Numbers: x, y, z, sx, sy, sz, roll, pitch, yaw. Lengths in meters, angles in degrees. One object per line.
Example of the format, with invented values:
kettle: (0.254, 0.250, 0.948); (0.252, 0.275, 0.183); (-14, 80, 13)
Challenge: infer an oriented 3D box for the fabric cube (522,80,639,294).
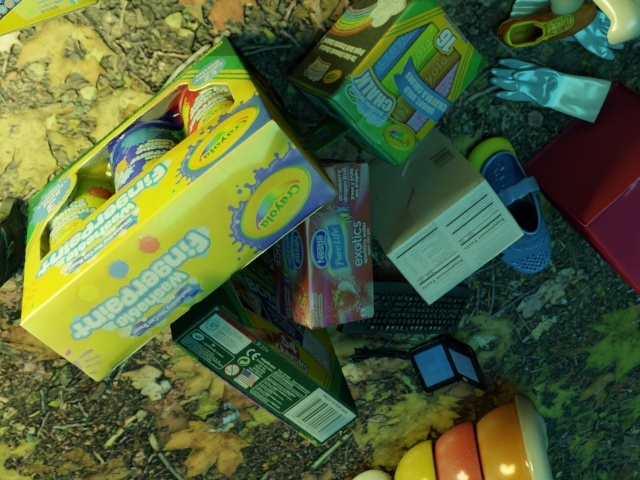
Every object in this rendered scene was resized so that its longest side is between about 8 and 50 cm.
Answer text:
fabric cube: (0.594, -0.096, 1.598); (0.259, 0.254, 0.258); (-42, 121, 11)

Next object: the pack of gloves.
pack of gloves: (0.426, -0.336, 1.536); (0.232, 0.046, 0.195); (12, 116, -12)

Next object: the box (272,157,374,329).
box: (0.000, 0.000, 1.359); (0.123, 0.128, 0.256); (-9, 103, -29)

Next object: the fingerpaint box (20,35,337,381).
fingerpaint box: (-0.236, -0.067, 1.285); (0.445, 0.371, 0.163); (-38, 124, 8)

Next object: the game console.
game console: (0.278, 0.283, 1.833); (0.085, 0.124, 0.144); (-42, 128, -22)

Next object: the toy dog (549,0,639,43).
toy dog: (0.509, -0.443, 1.190); (0.285, 0.408, 0.395); (23, 101, -46)

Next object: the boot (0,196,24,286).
boot: (-0.538, 0.080, 1.365); (0.091, 0.229, 0.262); (13, 108, -3)

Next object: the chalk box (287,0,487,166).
chalk box: (0.084, -0.247, 1.358); (0.179, 0.180, 0.289); (40, 91, -31)

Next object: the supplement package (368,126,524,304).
supplement package: (0.191, -0.056, 1.488); (0.204, 0.262, 0.145); (-38, 124, 7)

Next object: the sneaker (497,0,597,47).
sneaker: (0.395, -0.365, 1.455); (0.175, 0.067, 0.064); (-18, 115, 1)

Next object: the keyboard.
keyboard: (0.164, 0.173, 1.712); (0.317, 0.033, 0.201); (5, 119, -37)

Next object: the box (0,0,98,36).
box: (-0.414, -0.437, 1.052); (0.177, 0.290, 0.279); (-20, 123, -4)

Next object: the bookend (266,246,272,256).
bookend: (-0.031, 0.002, 1.486); (0.156, 0.157, 0.072); (37, 107, -1)

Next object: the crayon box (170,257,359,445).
crayon box: (-0.113, 0.145, 1.485); (0.106, 0.313, 0.363); (-39, 124, 12)

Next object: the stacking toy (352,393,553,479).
stacking toy: (0.293, 0.559, 1.921); (0.480, 0.350, 0.350); (-13, 125, 12)

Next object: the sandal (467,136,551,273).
sandal: (0.379, -0.043, 1.634); (0.126, 0.138, 0.317); (-32, 126, 1)
